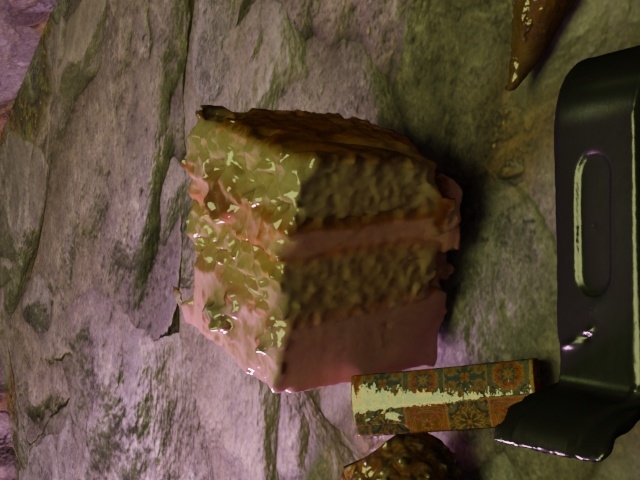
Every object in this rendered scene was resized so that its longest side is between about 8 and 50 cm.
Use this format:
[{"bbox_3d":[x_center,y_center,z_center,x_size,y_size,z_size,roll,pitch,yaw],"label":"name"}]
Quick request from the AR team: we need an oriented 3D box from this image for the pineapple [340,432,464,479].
[{"bbox_3d":[0.126,0.378,1.227,0.158,0.158,0.278,-46,55,48],"label":"pineapple"}]

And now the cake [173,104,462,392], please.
[{"bbox_3d":[0.000,0.000,1.315,0.314,0.293,0.306,34,123,58],"label":"cake"}]

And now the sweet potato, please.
[{"bbox_3d":[0.244,-0.259,1.134,0.060,0.068,0.205,-93,15,-58],"label":"sweet potato"}]

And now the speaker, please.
[{"bbox_3d":[0.278,-0.002,0.956,0.180,0.184,0.388,-5,84,58],"label":"speaker"}]

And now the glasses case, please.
[{"bbox_3d":[0.145,0.182,1.184,0.218,0.049,0.075,-8,79,23],"label":"glasses case"}]
